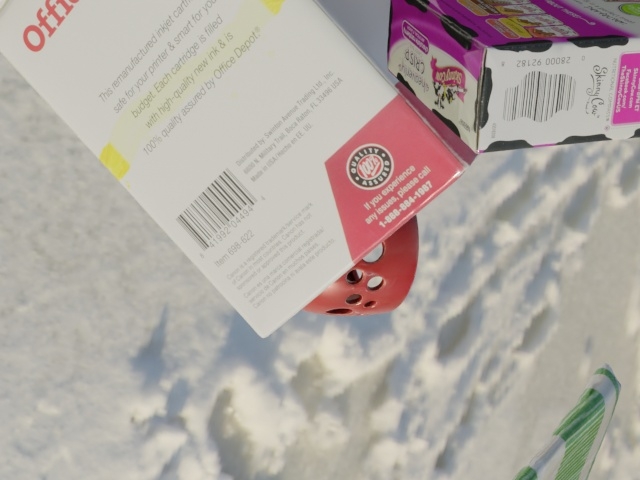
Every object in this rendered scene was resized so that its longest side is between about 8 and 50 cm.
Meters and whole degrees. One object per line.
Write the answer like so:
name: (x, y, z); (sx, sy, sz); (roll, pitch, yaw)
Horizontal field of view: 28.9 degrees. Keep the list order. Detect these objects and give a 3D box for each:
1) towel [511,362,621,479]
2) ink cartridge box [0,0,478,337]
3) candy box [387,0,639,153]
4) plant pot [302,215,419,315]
towel: (0.171, 0.279, 1.172); (0.325, 0.038, 0.247); (-36, 148, -38)
ink cartridge box: (-0.066, -0.153, 1.106); (0.384, 0.279, 0.160); (48, 35, -2)
candy box: (0.179, -0.125, 0.812); (0.234, 0.159, 0.071); (-7, 118, -15)
plant pot: (0.000, 0.000, 1.469); (0.174, 0.191, 0.191); (-5, 109, -27)
